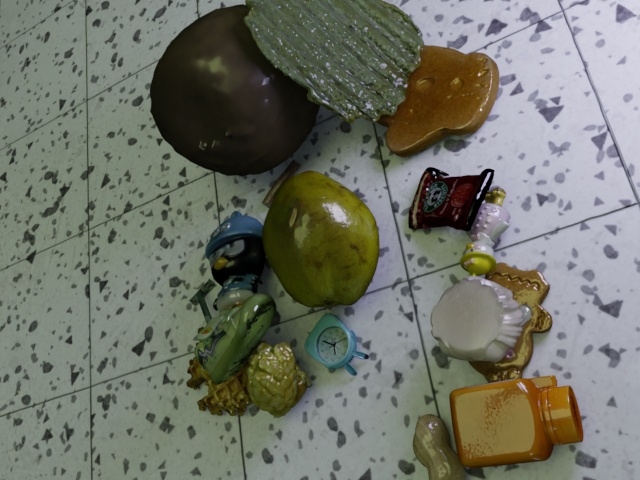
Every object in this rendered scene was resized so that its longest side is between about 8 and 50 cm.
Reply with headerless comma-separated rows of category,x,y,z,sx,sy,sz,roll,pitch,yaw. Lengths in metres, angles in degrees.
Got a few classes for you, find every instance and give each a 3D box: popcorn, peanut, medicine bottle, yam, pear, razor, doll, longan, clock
popcorn,-0.106,0.307,1.542,0.142,0.173,0.174,-21,63,17
peanut,0.236,0.439,1.334,0.082,0.082,0.187,-32,61,17
medicine bottle,0.368,0.341,1.266,0.222,0.112,0.150,-16,66,25
yam,-0.104,-0.150,1.772,0.032,0.032,0.145,39,93,34
pear,0.000,0.000,1.532,0.268,0.269,0.322,-19,75,24
razor,-0.291,0.183,1.722,0.084,0.036,0.211,-47,33,10
doll,0.344,-0.009,1.412,0.129,0.081,0.207,-17,49,61
longan,-0.206,-0.362,1.687,0.435,0.404,0.404,-38,58,9
doll,-0.210,0.055,1.683,0.177,0.141,0.314,-28,49,27
clock,0.039,0.245,1.539,0.147,0.045,0.108,37,94,34

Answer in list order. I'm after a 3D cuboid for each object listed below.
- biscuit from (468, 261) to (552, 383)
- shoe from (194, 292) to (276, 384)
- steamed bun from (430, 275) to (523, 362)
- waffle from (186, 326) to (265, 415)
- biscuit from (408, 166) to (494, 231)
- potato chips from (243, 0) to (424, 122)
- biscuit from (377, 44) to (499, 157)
biscuit,0.373,0.170,1.372,0.184,0.035,0.249,16,82,34
shoe,-0.204,0.220,1.522,0.128,0.140,0.262,29,120,3
steamed bun,0.312,0.160,1.328,0.182,0.106,0.183,-14,63,29
waffle,-0.236,0.320,1.675,0.231,0.051,0.229,1,71,30
biscuit,0.283,-0.090,1.468,0.235,0.063,0.151,9,68,60
potato chips,0.037,-0.466,1.563,0.429,0.070,0.358,39,63,-1
biscuit,0.247,-0.330,1.609,0.343,0.057,0.288,13,80,33
